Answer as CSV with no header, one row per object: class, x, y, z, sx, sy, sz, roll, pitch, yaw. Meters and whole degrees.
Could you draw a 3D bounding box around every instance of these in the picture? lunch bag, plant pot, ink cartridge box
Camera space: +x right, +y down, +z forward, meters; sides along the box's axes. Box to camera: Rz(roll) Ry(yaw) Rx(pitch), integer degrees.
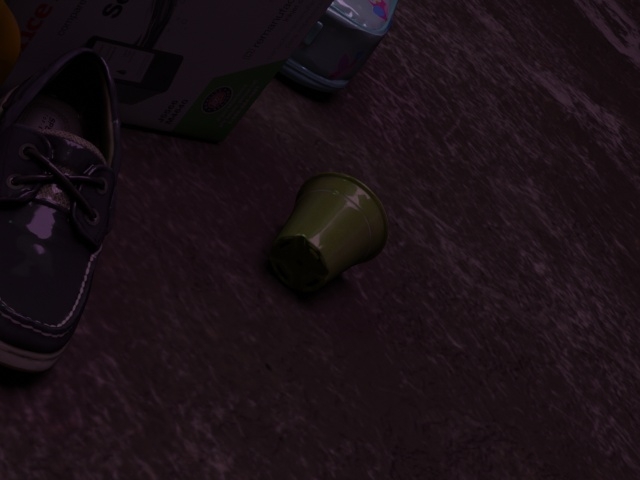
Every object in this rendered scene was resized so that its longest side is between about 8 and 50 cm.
lunch bag,-0.058,-0.276,1.428,0.279,0.108,0.224,33,33,-10
plant pot,0.000,0.000,1.140,0.083,0.083,0.079,41,39,2
ink cartridge box,-0.143,-0.196,1.109,0.273,0.198,0.114,7,44,-46

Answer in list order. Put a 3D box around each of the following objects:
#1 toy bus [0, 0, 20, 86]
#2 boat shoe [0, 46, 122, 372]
toy bus,-0.295,-0.137,0.936,0.191,0.104,0.202,32,28,-16
boat shoe,-0.180,-0.034,0.939,0.103,0.092,0.285,29,30,-20
